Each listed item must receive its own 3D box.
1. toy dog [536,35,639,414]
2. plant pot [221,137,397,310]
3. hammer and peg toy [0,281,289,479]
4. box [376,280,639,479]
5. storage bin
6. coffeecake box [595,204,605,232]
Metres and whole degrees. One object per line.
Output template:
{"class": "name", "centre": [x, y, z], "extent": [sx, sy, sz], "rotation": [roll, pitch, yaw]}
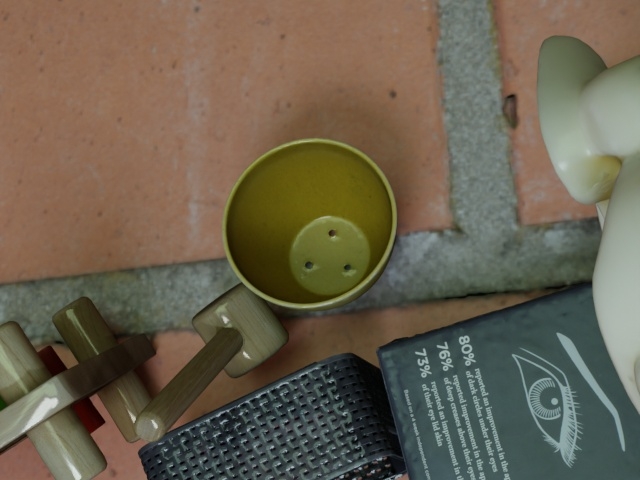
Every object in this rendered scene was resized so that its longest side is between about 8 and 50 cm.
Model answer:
{"class": "toy dog", "centre": [0.346, -0.057, 0.783], "extent": [0.407, 0.395, 0.285], "rotation": [-25, 95, 20]}
{"class": "plant pot", "centre": [0.000, 0.000, 1.119], "extent": [0.134, 0.095, 0.134], "rotation": [-4, 71, 11]}
{"class": "hammer and peg toy", "centre": [-0.214, 0.127, 1.070], "extent": [0.361, 0.266, 0.127], "rotation": [-33, 89, 8]}
{"class": "box", "centre": [0.163, 0.127, 1.036], "extent": [0.207, 0.108, 0.153], "rotation": [-17, 72, 12]}
{"class": "storage bin", "centre": [-0.030, 0.163, 1.078], "extent": [0.180, 0.122, 0.084], "rotation": [-25, 72, 10]}
{"class": "coffeecake box", "centre": [0.294, -0.052, 1.061], "extent": [0.185, 0.068, 0.142], "rotation": [-14, 73, 13]}
